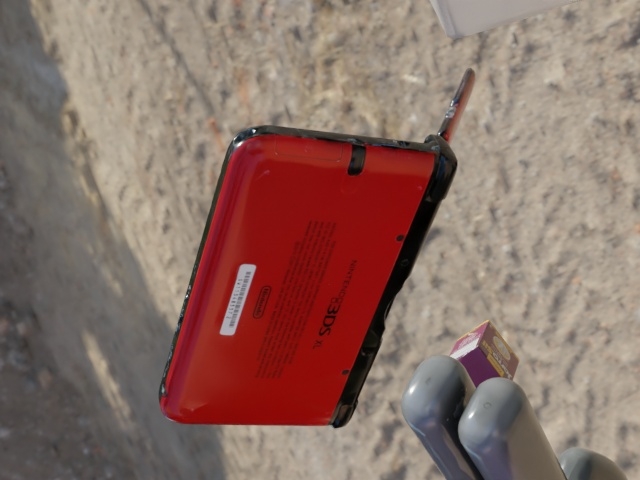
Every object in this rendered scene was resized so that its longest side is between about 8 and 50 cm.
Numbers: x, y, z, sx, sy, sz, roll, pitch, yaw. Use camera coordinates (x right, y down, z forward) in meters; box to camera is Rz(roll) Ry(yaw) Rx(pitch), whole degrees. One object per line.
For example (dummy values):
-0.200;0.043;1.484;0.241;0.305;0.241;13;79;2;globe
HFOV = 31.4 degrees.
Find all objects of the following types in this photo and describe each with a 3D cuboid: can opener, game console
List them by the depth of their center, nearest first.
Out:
0.000;0.000;0.472;0.085;0.124;0.144;-111;33;-49;game console
0.126;0.142;0.700;0.074;0.093;0.280;17;159;34;can opener

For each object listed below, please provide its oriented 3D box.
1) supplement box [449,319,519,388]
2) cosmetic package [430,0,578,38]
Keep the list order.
0.159;0.120;1.116;0.043;0.083;0.055;-36;93;22;supplement box
0.058;-0.199;0.314;0.224;0.138;0.224;5;-112;-79;cosmetic package
